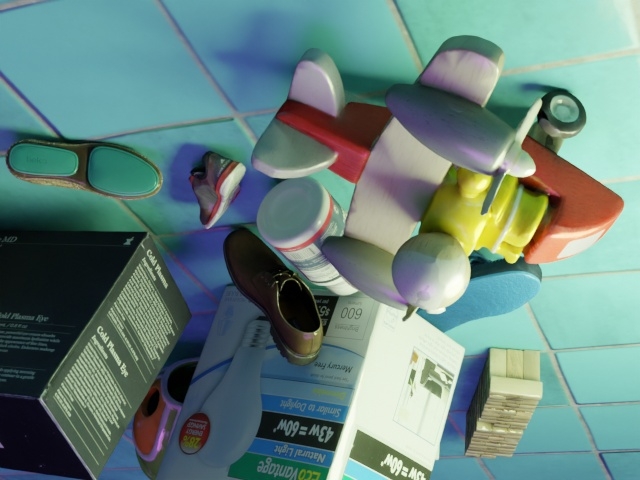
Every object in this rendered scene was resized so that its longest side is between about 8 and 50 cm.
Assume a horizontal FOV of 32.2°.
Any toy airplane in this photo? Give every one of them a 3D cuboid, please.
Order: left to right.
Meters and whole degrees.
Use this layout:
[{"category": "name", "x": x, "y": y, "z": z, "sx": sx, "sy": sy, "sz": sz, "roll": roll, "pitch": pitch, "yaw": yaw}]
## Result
[{"category": "toy airplane", "x": 0.107, "y": -0.054, "z": 1.254, "sx": 0.384, "sy": 0.272, "sz": 0.386, "roll": -13, "pitch": 145, "yaw": 30}]

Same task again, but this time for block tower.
[{"category": "block tower", "x": 0.327, "y": 0.298, "z": 2.005, "sx": 0.091, "sy": 0.097, "sz": 0.335, "roll": 5, "pitch": 152, "yaw": 1}]

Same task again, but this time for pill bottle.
[{"category": "pill bottle", "x": 0.000, "y": 0.000, "z": 1.531, "sx": 0.108, "sy": 0.108, "sz": 0.180, "roll": -10, "pitch": 147, "yaw": 26}]

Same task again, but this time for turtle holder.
[{"category": "turtle holder", "x": -0.183, "y": 0.333, "z": 2.013, "sx": 0.320, "sy": 0.243, "sz": 0.227, "roll": 11, "pitch": 134, "yaw": 9}]

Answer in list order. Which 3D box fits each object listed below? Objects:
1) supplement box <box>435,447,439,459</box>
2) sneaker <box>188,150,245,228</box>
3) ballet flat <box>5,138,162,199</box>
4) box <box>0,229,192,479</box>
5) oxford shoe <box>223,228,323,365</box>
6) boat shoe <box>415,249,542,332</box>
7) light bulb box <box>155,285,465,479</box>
[{"category": "supplement box", "x": 0.127, "y": 0.250, "z": 1.827, "sx": 0.111, "sy": 0.220, "sz": 0.114, "roll": -20, "pitch": 141, "yaw": 37}, {"category": "sneaker", "x": -0.147, "y": -0.075, "z": 1.499, "sx": 0.065, "sy": 0.061, "sz": 0.158, "roll": 35, "pitch": 147, "yaw": 3}, {"category": "ballet flat", "x": -0.312, "y": -0.097, "z": 1.479, "sx": 0.206, "sy": 0.073, "sz": 0.067, "roll": 12, "pitch": 177, "yaw": -6}, {"category": "box", "x": -0.415, "y": 0.151, "z": 1.583, "sx": 0.343, "sy": 0.312, "sz": 0.179, "roll": 2, "pitch": 134, "yaw": 27}, {"category": "oxford shoe", "x": -0.060, "y": 0.060, "z": 1.573, "sx": 0.083, "sy": 0.227, "sz": 0.096, "roll": -25, "pitch": 154, "yaw": -29}, {"category": "boat shoe", "x": 0.216, "y": 0.060, "z": 1.622, "sx": 0.109, "sy": 0.089, "sz": 0.258, "roll": 37, "pitch": 144, "yaw": -27}, {"category": "light bulb box", "x": -0.019, "y": 0.279, "z": 1.686, "sx": 0.358, "sy": 0.361, "sz": 0.225, "roll": -1, "pitch": 153, "yaw": 44}]
